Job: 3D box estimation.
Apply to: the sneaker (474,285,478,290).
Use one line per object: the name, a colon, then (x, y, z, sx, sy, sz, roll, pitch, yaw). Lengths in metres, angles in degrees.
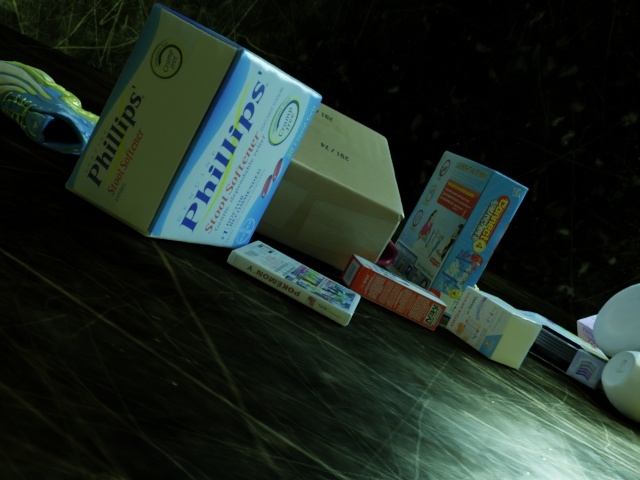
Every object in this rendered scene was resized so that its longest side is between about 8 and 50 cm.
sneaker: (0.338, 0.127, 2.099, 0.064, 0.067, 0.175, 27, 5, 4)

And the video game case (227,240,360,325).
video game case: (-0.032, 0.058, 1.327, 0.183, 0.023, 0.201, 28, 6, 4)

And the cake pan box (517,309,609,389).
cake pan box: (0.532, 0.239, 2.032, 0.246, 0.070, 0.267, 29, 7, 28)

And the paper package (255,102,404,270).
paper package: (-0.032, -0.130, 1.708, 0.325, 0.168, 0.309, 24, 30, -19)

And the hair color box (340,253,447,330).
hair color box: (0.125, 0.088, 1.593, 0.167, 0.053, 0.093, 27, 6, -15)

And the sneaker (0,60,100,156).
sneaker: (-0.433, -0.205, 1.412, 0.240, 0.091, 0.126, 29, 7, 1)

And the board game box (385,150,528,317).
board game box: (0.277, -0.021, 1.966, 0.086, 0.301, 0.308, 26, 7, -16)

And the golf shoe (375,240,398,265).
golf shoe: (0.053, -0.024, 1.920, 0.140, 0.115, 0.306, 38, 12, 39)

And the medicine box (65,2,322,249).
medicine box: (-0.161, -0.140, 1.262, 0.149, 0.263, 0.289, 30, 7, 19)

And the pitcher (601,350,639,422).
pitcher: (0.633, 0.305, 1.798, 0.207, 0.125, 0.178, 37, -17, -16)

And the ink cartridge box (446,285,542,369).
ink cartridge box: (0.305, 0.152, 1.665, 0.090, 0.092, 0.143, 22, 8, -38)

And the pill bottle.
pill bottle: (0.733, 0.259, 1.922, 0.334, 0.188, 0.188, 47, 0, -21)

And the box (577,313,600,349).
box: (0.791, 0.250, 2.247, 0.243, 0.117, 0.213, -14, 19, -12)
